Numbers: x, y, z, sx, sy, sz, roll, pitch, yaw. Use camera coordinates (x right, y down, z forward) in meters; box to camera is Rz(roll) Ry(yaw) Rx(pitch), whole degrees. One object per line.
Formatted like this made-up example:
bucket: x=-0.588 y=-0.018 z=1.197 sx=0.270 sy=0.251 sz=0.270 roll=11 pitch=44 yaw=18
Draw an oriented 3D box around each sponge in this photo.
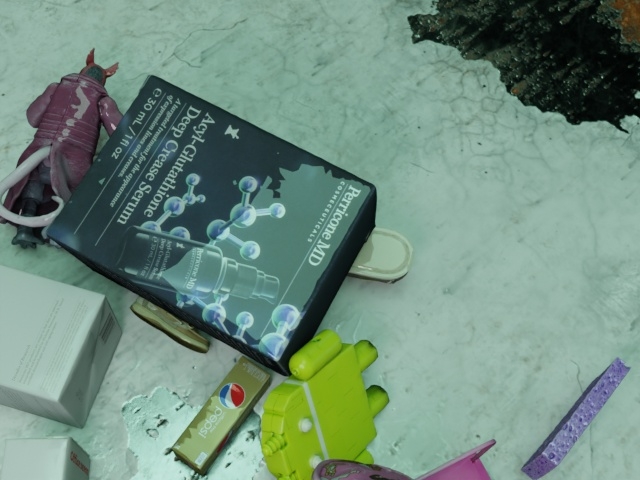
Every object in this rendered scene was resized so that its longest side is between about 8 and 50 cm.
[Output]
sponge: x=0.404 y=0.283 z=1.252 sx=0.031 sy=0.117 sz=0.210 roll=40 pitch=67 yaw=17

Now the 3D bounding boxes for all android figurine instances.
android figurine: x=0.007 y=0.264 z=1.181 sx=0.056 sy=0.248 sz=0.273 roll=0 pitch=20 yaw=39

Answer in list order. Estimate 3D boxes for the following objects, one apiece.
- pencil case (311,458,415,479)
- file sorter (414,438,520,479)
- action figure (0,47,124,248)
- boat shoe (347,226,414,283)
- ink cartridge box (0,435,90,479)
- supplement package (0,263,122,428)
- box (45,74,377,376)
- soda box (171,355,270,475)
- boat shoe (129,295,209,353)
pencil case: x=0.025 y=0.472 z=1.006 sx=0.160 sy=0.167 sz=0.385 roll=13 pitch=91 yaw=-28
file sorter: x=0.223 y=0.456 z=1.116 sx=0.202 sy=0.182 sz=0.290 roll=-23 pitch=67 yaw=-14
action figure: x=-0.446 y=-0.172 z=1.345 sx=0.248 sy=0.275 sz=0.369 roll=12 pitch=77 yaw=8
boat shoe: x=0.000 y=0.000 z=1.376 sx=0.325 sy=0.096 sz=0.116 roll=15 pitch=79 yaw=4
ink cartridge box: x=-0.392 y=0.399 z=1.112 sx=0.093 sy=0.160 sz=0.219 roll=0 pitch=63 yaw=-4
supplement package: x=-0.485 y=0.149 z=1.220 sx=0.293 sy=0.177 sz=0.175 roll=16 pitch=64 yaw=3
box: x=-0.153 y=-0.016 z=1.226 sx=0.396 sy=0.212 sz=0.293 roll=27 pitch=77 yaw=9
soda box: x=-0.153 y=0.274 z=1.246 sx=0.058 sy=0.061 sz=0.181 roll=33 pitch=66 yaw=12
boat shoe: x=-0.243 y=0.134 z=1.315 sx=0.153 sy=0.056 sz=0.048 roll=28 pitch=69 yaw=17
